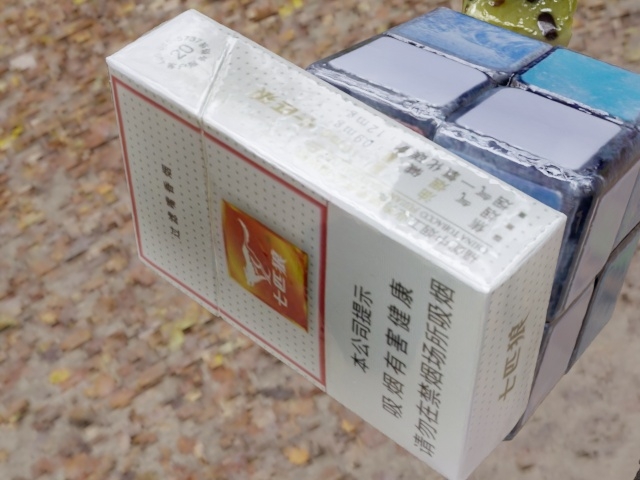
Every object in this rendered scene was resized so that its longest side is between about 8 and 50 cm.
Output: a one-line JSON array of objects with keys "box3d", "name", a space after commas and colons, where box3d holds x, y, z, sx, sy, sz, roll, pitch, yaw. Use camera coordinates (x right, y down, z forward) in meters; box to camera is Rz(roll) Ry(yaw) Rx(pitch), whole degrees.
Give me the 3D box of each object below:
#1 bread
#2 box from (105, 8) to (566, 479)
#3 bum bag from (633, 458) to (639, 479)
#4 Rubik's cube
[{"box3d": [0.271, -0.404, 1.506, 0.138, 0.077, 0.361, 13, 77, -1], "name": "bread"}, {"box3d": [0.000, 0.000, 0.857, 0.330, 0.210, 0.095, 34, 55, 28], "name": "box"}, {"box3d": [0.203, 0.159, 0.692, 0.109, 0.159, 0.026, -13, 46, -32], "name": "bum bag"}, {"box3d": [0.160, -0.036, 1.279, 0.313, 0.316, 0.318, 25, 32, 22], "name": "Rubik's cube"}]
